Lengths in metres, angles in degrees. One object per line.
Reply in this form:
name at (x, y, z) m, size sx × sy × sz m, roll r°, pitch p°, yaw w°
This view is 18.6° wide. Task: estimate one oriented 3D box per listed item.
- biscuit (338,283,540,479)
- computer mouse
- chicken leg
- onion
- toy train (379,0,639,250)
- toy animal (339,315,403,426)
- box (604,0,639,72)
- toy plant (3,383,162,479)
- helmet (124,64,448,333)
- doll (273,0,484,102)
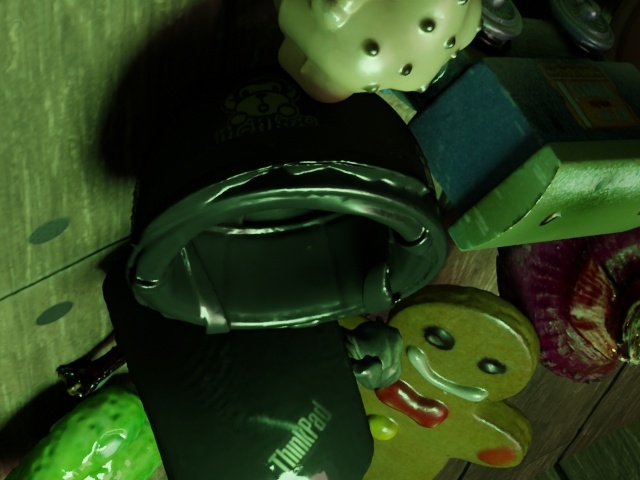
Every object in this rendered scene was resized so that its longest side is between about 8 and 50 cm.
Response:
biscuit at (0.077, 0.170, 2.011) m, size 0.432 × 0.283 × 0.064 m, roll -44°, pitch -162°, yaw 53°
computer mouse at (-0.066, 0.095, 1.544) m, size 0.170 × 0.269 × 0.100 m, roll -18°, pitch 151°, yaw -9°
chicken leg at (-0.122, 0.066, 1.739) m, size 0.253 × 0.051 × 0.106 m, roll -28°, pitch 167°, yaw -2°
onion at (0.257, 0.015, 1.910) m, size 0.349 × 0.159 × 0.267 m, roll -57°, pitch 168°, yaw -78°
toy train at (0.173, -0.101, 1.531) m, size 0.131 × 0.202 × 0.299 m, roll -44°, pitch 158°, yaw 30°
toy animal at (-0.018, 0.125, 1.760) m, size 0.343 × 0.168 × 0.106 m, roll -20°, pitch 120°, yaw -62°
box at (0.411, -0.127, 1.729) m, size 0.301 × 0.301 × 0.216 m, roll -36°, pitch 166°, yaw 11°
toy plant at (-0.264, 0.261, 1.840) m, size 0.316 × 0.184 × 0.224 m, roll -41°, pitch 161°, yaw -3°
helmet at (-0.031, -0.044, 1.405) m, size 0.230 × 0.160 × 0.279 m, roll -7°, pitch 153°, yaw 1°
doll at (0.073, -0.206, 1.265) m, size 0.154 × 0.119 × 0.278 m, roll -12°, pitch 144°, yaw -49°
